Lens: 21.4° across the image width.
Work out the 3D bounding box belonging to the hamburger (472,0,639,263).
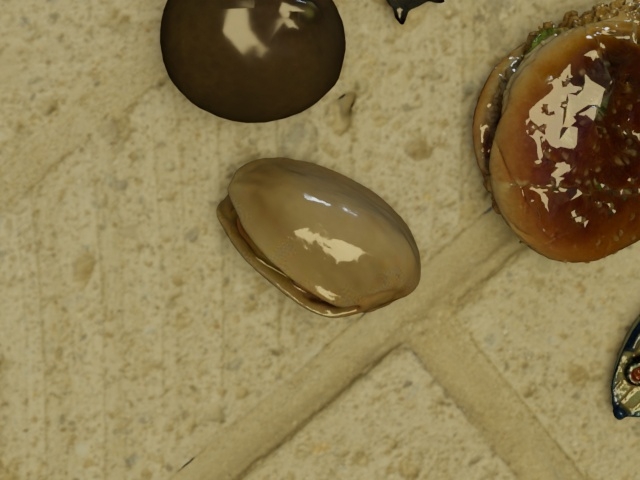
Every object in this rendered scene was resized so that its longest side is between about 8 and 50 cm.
[{"bbox_3d":[0.290,-0.114,1.779,0.243,0.146,0.286,20,92,-17],"label":"hamburger"}]

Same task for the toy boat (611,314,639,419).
[{"bbox_3d":[0.416,0.101,1.828,0.114,0.115,0.262,43,89,-11],"label":"toy boat"}]

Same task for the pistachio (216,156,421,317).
[{"bbox_3d":[0.000,0.000,1.756,0.223,0.126,0.152,24,59,-6],"label":"pistachio"}]

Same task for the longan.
[{"bbox_3d":[-0.069,-0.202,1.698,0.189,0.189,0.189,-1,96,-8],"label":"longan"}]

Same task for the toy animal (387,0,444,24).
[{"bbox_3d":[0.069,-0.329,1.731,0.121,0.117,0.210,-36,98,-10],"label":"toy animal"}]
